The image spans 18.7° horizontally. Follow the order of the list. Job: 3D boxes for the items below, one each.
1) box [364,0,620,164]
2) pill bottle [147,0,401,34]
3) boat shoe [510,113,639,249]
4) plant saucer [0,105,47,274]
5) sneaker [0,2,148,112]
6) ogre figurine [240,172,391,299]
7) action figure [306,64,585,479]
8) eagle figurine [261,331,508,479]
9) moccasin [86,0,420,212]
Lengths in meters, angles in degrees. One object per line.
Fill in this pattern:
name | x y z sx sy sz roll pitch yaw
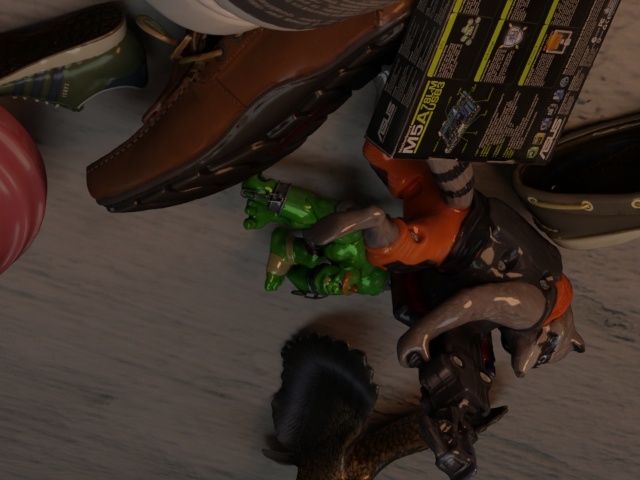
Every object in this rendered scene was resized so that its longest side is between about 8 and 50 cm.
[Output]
box | 0.144 -0.151 1.547 0.184 0.045 0.190 1 120 -38
pill bottle | 0.015 -0.256 1.335 0.204 0.204 0.361 28 159 -29
boat shoe | 0.314 -0.069 1.713 0.305 0.109 0.091 -16 144 31
plant saucer | -0.412 -0.030 1.735 0.332 0.084 0.332 -1 142 -1
sneaker | -0.238 -0.141 1.706 0.192 0.064 0.086 -15 135 19
ogre figurine | 0.000 0.000 1.859 0.118 0.097 0.197 10 132 23
action figure | 0.126 0.030 1.702 0.178 0.341 0.330 -32 131 21
eagle figurine | 0.038 0.233 2.129 0.226 0.225 0.298 -11 135 -61
moccasin | -0.066 -0.146 1.624 0.139 0.147 0.380 -15 162 -50
